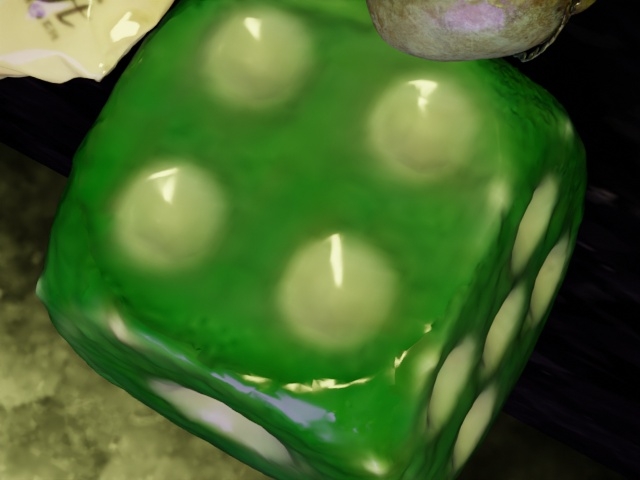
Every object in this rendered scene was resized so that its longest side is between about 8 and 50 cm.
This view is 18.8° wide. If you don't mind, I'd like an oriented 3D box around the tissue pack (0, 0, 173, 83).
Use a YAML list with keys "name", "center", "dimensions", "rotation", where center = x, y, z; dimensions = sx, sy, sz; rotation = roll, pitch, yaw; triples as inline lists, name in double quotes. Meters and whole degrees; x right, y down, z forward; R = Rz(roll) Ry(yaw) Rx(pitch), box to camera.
- name: "tissue pack"
  center: [-0.230, -0.240, 0.913]
  dimensions: [0.375, 0.195, 0.390]
  rotation: [56, 162, -22]

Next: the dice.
- name: "dice"
  center: [0.000, 0.000, 1.342]
  dimensions: [0.297, 0.300, 0.287]
  rotation: [26, 167, 16]

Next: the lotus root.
- name: "lotus root"
  center: [0.089, -0.136, 1.049]
  dimensions: [0.088, 0.088, 0.165]
  rotation: [35, 158, -36]
